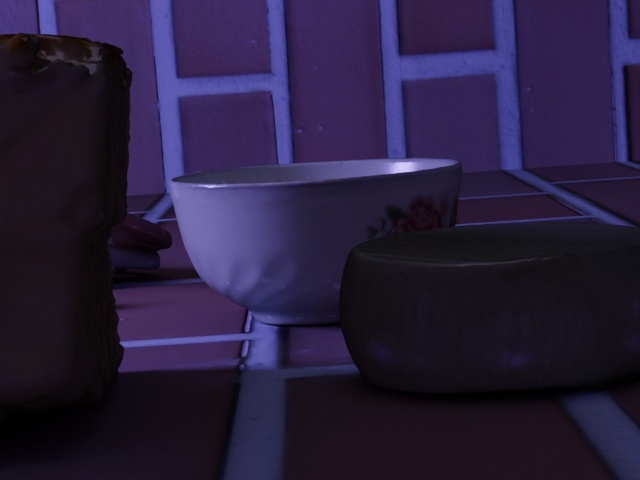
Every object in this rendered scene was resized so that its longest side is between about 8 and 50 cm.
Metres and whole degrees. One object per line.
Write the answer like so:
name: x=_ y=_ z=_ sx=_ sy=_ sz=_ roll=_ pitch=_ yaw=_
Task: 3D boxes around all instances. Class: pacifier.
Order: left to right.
pacifier: x=-0.318 y=-0.052 z=2.123 sx=0.332 sy=0.273 sz=0.220 roll=6 pitch=24 yaw=38

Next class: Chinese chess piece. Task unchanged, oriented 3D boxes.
Chinese chess piece: x=0.138 y=0.047 z=1.351 sx=0.250 sy=0.101 sz=0.250 roll=-4 pitch=5 yaw=0

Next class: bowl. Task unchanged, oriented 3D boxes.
bowl: x=0.000 y=0.000 z=1.720 sx=0.277 sy=0.145 sz=0.277 roll=-6 pitch=5 yaw=0

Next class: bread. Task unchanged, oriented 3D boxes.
bread: x=-0.321 y=-0.004 z=1.300 sx=0.390 sy=0.279 sz=0.371 roll=-5 pitch=3 yaw=-4
